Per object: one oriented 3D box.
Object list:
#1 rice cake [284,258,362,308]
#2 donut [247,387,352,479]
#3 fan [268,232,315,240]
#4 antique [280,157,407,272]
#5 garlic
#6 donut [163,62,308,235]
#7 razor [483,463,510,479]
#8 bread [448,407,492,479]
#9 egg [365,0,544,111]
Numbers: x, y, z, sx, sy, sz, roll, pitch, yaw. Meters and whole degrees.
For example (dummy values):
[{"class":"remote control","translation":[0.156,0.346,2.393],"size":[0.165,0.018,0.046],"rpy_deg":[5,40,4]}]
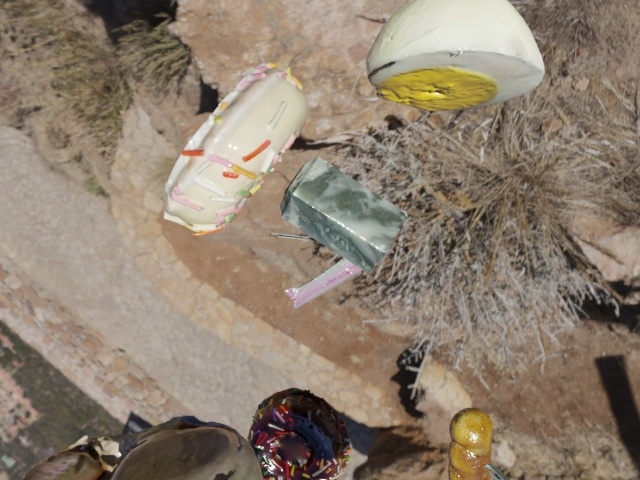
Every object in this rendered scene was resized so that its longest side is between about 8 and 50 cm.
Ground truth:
[{"class":"rice cake","translation":[0.033,0.097,1.505],"size":[0.290,0.051,0.081],"rpy_deg":[-31,141,11]},{"class":"donut","translation":[-0.051,0.436,1.157],"size":[0.235,0.089,0.235],"rpy_deg":[2,98,17]},{"class":"fan","translation":[0.000,0.000,1.133],"size":[0.152,0.226,0.008],"rpy_deg":[-172,90,-68]},{"class":"antique","translation":[0.030,-0.042,0.854],"size":[0.183,0.086,0.088],"rpy_deg":[32,151,0]},{"class":"garlic","translation":[-0.188,0.269,0.531],"size":[0.237,0.292,0.210],"rpy_deg":[25,94,-13]},{"class":"donut","translation":[-0.158,-0.172,1.078],"size":[0.142,0.383,0.382],"rpy_deg":[38,127,-7]},{"class":"razor","translation":[0.218,0.381,0.743],"size":[0.040,0.068,0.135],"rpy_deg":[38,88,-26]},{"class":"bread","translation":[0.338,0.523,1.214],"size":[0.084,0.124,0.344],"rpy_deg":[17,121,44]},{"class":"egg","translation":[0.252,-0.383,1.037],"size":[0.337,0.337,0.201],"rpy_deg":[-1,88,27]}]
